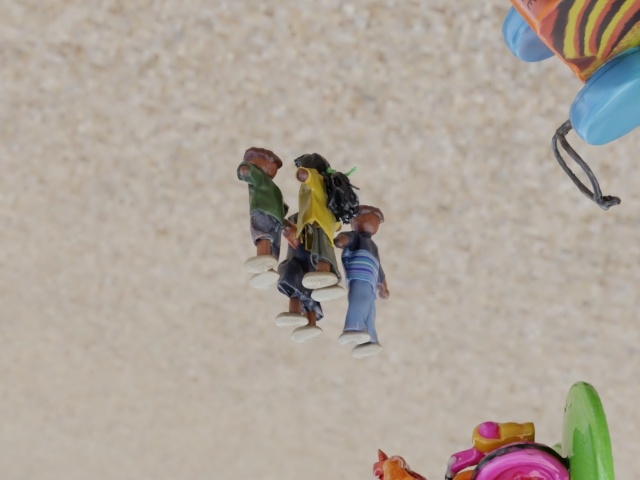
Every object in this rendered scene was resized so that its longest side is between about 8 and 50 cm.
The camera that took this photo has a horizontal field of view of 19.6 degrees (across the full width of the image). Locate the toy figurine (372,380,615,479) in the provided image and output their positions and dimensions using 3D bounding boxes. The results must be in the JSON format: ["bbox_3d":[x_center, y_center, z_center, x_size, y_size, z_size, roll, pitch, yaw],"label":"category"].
[{"bbox_3d":[0.031,0.136,0.753,0.159,0.130,0.173,-3,128,-5],"label":"toy figurine"}]

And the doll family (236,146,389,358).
[{"bbox_3d":[0.000,0.000,1.248,0.076,0.111,0.193,-9,148,10],"label":"doll family"}]

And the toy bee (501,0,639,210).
[{"bbox_3d":[0.196,-0.146,1.159,0.195,0.162,0.298,54,-179,3],"label":"toy bee"}]
